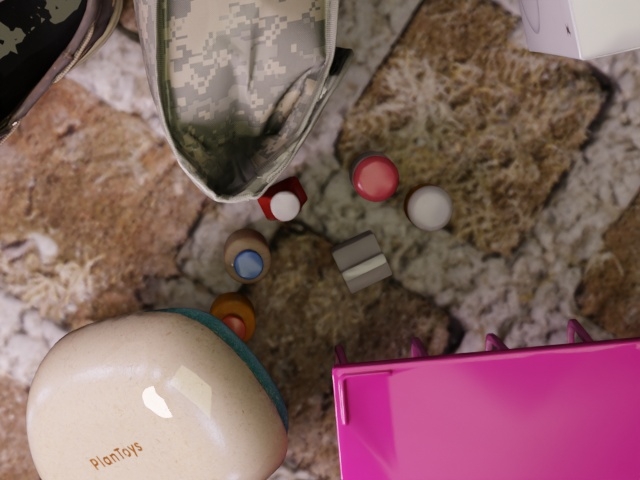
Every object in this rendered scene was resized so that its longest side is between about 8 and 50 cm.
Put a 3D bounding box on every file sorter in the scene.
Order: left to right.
[{"bbox_3d":[0.159,0.174,1.560,0.291,0.182,0.202,-5,98,-2],"label":"file sorter"}]

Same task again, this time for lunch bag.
[{"bbox_3d":[-0.065,-0.172,1.479,0.169,0.235,0.287,-3,97,-5],"label":"lunch bag"}]

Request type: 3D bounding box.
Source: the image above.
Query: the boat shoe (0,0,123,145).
[{"bbox_3d":[-0.311,-0.117,1.526,0.132,0.130,0.355,43,93,-7],"label":"boat shoe"}]

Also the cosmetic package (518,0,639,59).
[{"bbox_3d":[0.184,-0.334,1.450,0.097,0.284,0.377,-13,97,-2],"label":"cosmetic package"}]

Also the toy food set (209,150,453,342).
[{"bbox_3d":[0.000,0.000,1.569,0.232,0.104,0.111,-25,97,0],"label":"toy food set"}]

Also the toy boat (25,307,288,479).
[{"bbox_3d":[-0.099,0.189,1.558,0.267,0.148,0.318,-19,112,42],"label":"toy boat"}]
